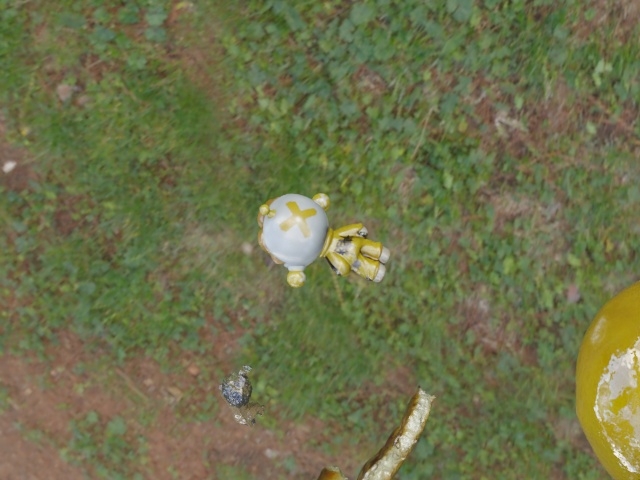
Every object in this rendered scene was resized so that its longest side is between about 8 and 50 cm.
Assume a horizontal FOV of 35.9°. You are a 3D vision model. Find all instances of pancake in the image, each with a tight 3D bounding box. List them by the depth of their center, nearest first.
[{"bbox_3d":[0.005,0.229,0.838,0.056,0.212,0.257,37,139,10],"label":"pancake"}]

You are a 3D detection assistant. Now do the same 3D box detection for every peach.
[{"bbox_3d":[0.387,0.160,1.059,0.153,0.251,0.251,17,135,65],"label":"peach"}]

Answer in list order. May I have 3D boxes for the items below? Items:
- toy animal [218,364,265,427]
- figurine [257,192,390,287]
[{"bbox_3d":[-0.138,0.275,1.720,0.069,0.086,0.219,-17,149,0],"label":"toy animal"},{"bbox_3d":[0.000,0.005,1.027,0.143,0.101,0.068,44,156,-1],"label":"figurine"}]
